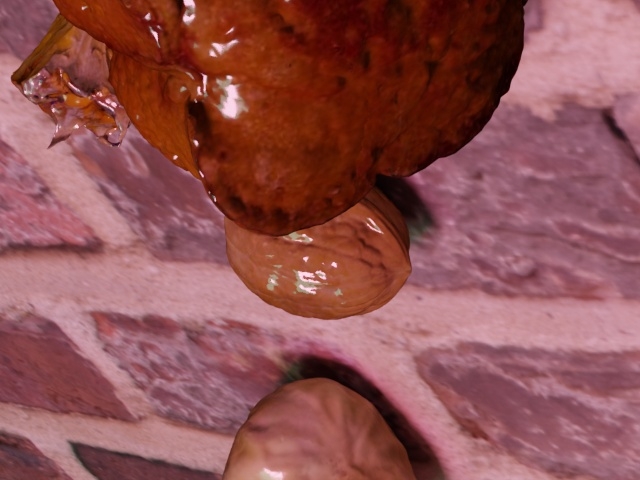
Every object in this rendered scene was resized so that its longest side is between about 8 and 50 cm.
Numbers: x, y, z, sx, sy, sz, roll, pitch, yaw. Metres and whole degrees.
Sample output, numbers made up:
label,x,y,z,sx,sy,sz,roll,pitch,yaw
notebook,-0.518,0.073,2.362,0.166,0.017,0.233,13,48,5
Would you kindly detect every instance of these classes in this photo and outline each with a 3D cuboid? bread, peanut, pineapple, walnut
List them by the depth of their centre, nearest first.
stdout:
label,x,y,z,sx,sy,sz,roll,pitch,yaw
bread,-0.003,-0.145,0.747,0.135,0.246,0.232,19,139,46
pineapple,-0.124,-0.116,1.045,0.069,0.137,0.116,-7,90,45
walnut,0.000,0.000,1.085,0.124,0.105,0.105,14,147,16
peanut,0.017,0.231,1.375,0.152,0.152,0.313,17,147,25
